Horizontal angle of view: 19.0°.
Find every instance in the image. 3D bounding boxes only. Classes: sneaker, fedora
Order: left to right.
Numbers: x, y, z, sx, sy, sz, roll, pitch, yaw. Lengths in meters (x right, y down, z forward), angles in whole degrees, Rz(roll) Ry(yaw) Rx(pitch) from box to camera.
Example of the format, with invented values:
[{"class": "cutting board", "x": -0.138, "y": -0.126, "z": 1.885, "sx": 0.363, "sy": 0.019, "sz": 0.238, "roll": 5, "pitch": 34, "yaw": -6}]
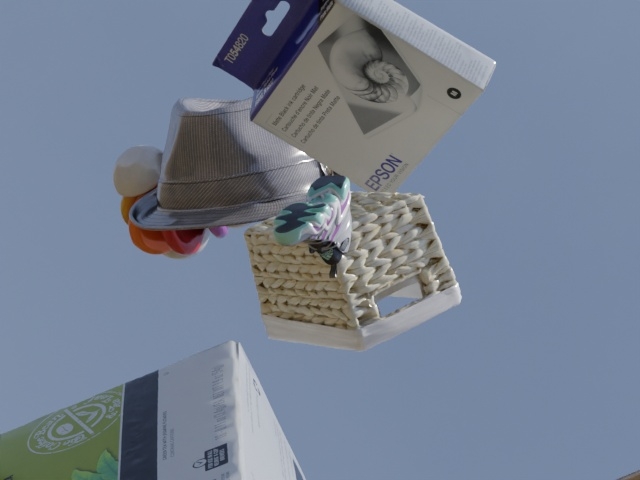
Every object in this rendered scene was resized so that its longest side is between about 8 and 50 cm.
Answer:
[{"class": "fedora", "x": -0.088, "y": -0.100, "z": 2.073, "sx": 0.243, "sy": 0.275, "sz": 0.124, "roll": -3, "pitch": -79, "yaw": 27}, {"class": "sneaker", "x": 0.000, "y": 0.000, "z": 1.424, "sx": 0.038, "sy": 0.098, "sz": 0.069, "roll": 4, "pitch": -63, "yaw": 30}]

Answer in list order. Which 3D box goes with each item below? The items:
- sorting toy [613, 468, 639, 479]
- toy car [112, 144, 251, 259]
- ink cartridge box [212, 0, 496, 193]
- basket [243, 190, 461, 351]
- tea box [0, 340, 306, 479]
[{"class": "sorting toy", "x": 0.336, "y": 0.216, "z": 1.394, "sx": 0.193, "sy": 0.038, "sz": 0.208, "roll": -27, "pitch": -70, "yaw": 22}, {"class": "toy car", "x": -0.154, "y": -0.048, "z": 2.303, "sx": 0.159, "sy": 0.182, "sz": 0.136, "roll": 57, "pitch": 8, "yaw": -34}, {"class": "ink cartridge box", "x": 0.021, "y": -0.155, "z": 1.815, "sx": 0.224, "sy": 0.045, "sz": 0.223, "roll": 31, "pitch": -36, "yaw": -6}, {"class": "basket", "x": 0.021, "y": 0.022, "z": 1.621, "sx": 0.167, "sy": 0.113, "sz": 0.103, "roll": 2, "pitch": -67, "yaw": 60}, {"class": "tea box", "x": -0.170, "y": 0.298, "z": 1.673, "sx": 0.329, "sy": 0.323, "sz": 0.220, "roll": -103, "pitch": 169, "yaw": -68}]
